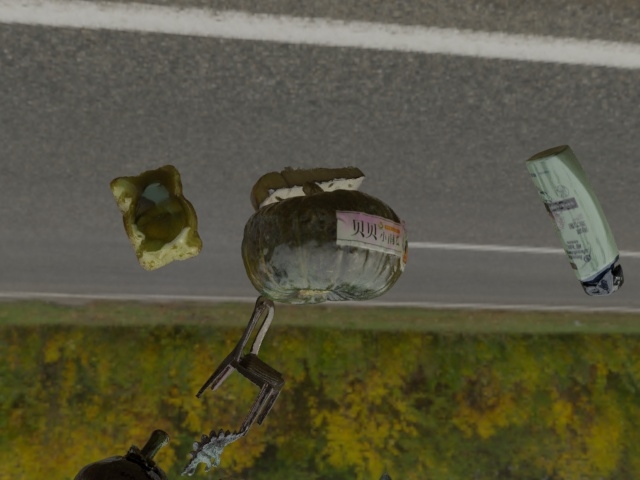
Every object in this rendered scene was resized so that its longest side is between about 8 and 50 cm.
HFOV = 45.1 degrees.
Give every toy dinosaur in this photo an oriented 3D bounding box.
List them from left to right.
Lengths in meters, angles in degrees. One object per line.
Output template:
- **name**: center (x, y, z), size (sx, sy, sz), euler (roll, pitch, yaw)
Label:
- **toy dinosaur**: center (-0.228, 0.455, 1.710), size (0.039, 0.082, 0.209), euler (21, -146, 37)

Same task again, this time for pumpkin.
- **pumpkin**: center (0.000, -0.003, 1.177), size (0.260, 0.189, 0.260), euler (-3, 165, -1)

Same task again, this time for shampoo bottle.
- **shampoo bottle**: center (0.600, -0.043, 1.779), size (0.078, 0.359, 0.134), euler (-31, -171, -29)

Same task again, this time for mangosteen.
- **mangosteen**: center (-0.460, 0.575, 1.824), size (0.231, 0.289, 0.231), euler (13, 148, 8)

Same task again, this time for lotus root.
- **lotus root**: center (-0.036, -0.087, 1.740), size (0.261, 0.170, 0.074), euler (-3, -146, -34)

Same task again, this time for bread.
- **bread**: center (-0.363, -0.058, 1.724), size (0.161, 0.233, 0.088), euler (-22, 175, -10)

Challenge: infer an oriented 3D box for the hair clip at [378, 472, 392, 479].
- **hair clip**: center (0.191, 0.719, 1.650), size (0.238, 0.318, 0.392), euler (22, 174, 4)

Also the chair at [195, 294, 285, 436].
- **chair**: center (-0.170, 0.333, 2.095), size (0.183, 0.326, 0.175), euler (34, -172, 13)

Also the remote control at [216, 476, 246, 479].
- **remote control**: center (-0.187, 0.502, 1.482), size (0.074, 0.032, 0.122), euler (2, -161, 21)
